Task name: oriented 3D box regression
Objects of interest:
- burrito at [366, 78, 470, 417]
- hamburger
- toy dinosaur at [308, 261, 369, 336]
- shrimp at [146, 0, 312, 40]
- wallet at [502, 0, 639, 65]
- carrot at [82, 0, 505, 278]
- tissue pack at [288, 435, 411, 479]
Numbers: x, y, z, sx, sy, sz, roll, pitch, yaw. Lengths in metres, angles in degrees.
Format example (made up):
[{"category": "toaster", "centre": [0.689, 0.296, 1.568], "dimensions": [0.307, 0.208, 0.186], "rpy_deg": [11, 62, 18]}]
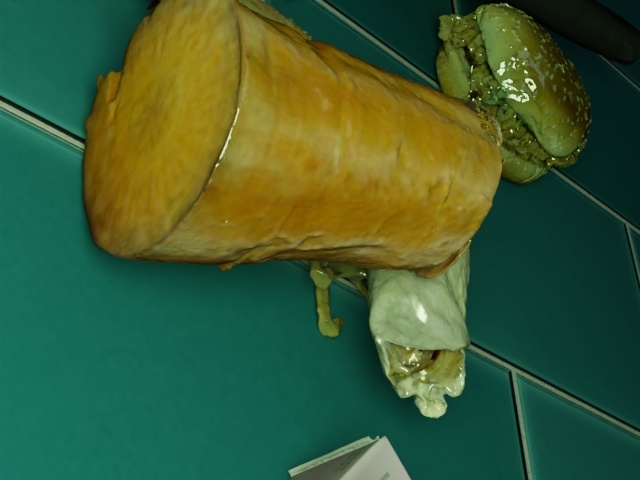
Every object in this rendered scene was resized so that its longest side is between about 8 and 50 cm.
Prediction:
[{"category": "burrito", "centre": [0.087, -0.007, 0.994], "dimensions": [0.117, 0.076, 0.392], "rpy_deg": [56, 24, -29]}, {"category": "hamburger", "centre": [0.231, -0.169, 1.290], "dimensions": [0.215, 0.122, 0.189], "rpy_deg": [29, 41, -42]}, {"category": "toy dinosaur", "centre": [0.000, 0.000, 0.940], "dimensions": [0.162, 0.039, 0.126], "rpy_deg": [54, 28, -21]}, {"category": "shrimp", "centre": [-0.099, -0.151, 0.876], "dimensions": [0.262, 0.066, 0.117], "rpy_deg": [29, 87, -19]}, {"category": "wallet", "centre": [0.223, -0.330, 1.383], "dimensions": [0.406, 0.062, 0.228], "rpy_deg": [13, 26, -48]}, {"category": "carrot", "centre": [-0.014, -0.051, 0.802], "dimensions": [0.254, 0.196, 0.196], "rpy_deg": [17, 52, -35]}, {"category": "tissue pack", "centre": [-0.009, 0.242, 0.699], "dimensions": [0.148, 0.092, 0.246], "rpy_deg": [61, 34, -1]}]
